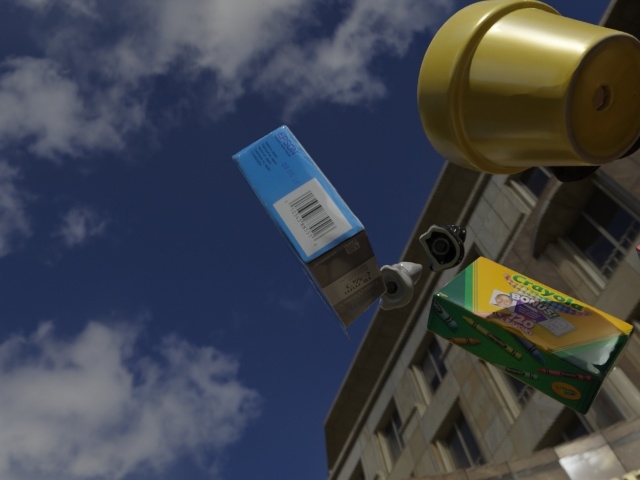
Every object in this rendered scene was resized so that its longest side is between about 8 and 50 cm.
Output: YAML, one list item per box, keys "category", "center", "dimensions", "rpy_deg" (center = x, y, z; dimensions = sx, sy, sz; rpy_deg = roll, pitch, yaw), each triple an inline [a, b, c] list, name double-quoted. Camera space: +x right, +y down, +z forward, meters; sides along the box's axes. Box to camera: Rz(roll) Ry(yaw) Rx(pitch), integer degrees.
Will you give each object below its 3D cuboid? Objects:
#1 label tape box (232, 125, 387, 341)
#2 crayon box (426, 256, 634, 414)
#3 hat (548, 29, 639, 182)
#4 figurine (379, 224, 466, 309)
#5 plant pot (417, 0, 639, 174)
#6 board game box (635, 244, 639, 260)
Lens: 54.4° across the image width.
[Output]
- category: "label tape box"
  center: [0.000, 0.000, 1.049]
  dimensions: [0.106, 0.240, 0.333]
  rpy_deg: [-33, -30, -3]
- category: "crayon box"
  center: [0.338, 0.143, 1.017]
  dimensions: [0.165, 0.278, 0.081]
  rpy_deg: [-30, -44, -43]
- category: "hat"
  center: [0.597, -0.259, 1.258]
  dimensions: [0.331, 0.134, 0.331]
  rpy_deg: [-14, -64, -29]
- category: "figurine"
  center: [0.219, 0.048, 1.331]
  dimensions: [0.215, 0.209, 0.092]
  rpy_deg: [-41, -98, 19]
- category: "plant pot"
  center: [0.304, -0.206, 0.865]
  dimensions: [0.254, 0.239, 0.253]
  rpy_deg: [-9, -71, -25]
- category: "board game box"
  center: [0.875, 0.019, 1.414]
  dimensions: [0.281, 0.027, 0.145]
  rpy_deg: [-25, -72, 8]
